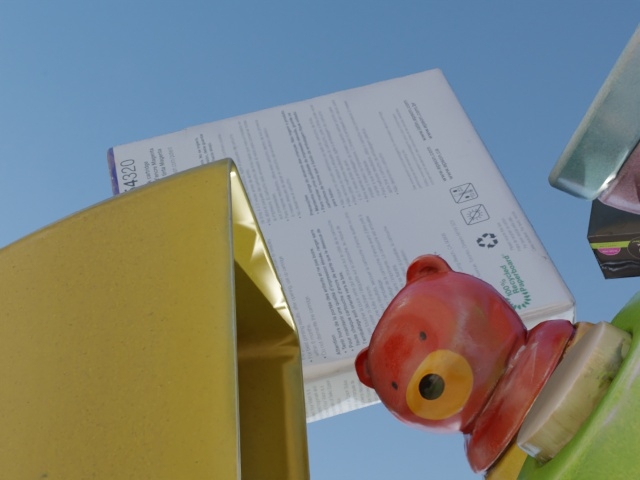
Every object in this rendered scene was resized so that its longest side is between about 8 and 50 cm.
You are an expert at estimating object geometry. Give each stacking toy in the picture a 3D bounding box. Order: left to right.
[{"bbox_3d":[0.125,-0.004,0.516,0.130,0.279,0.309,31,-84,8],"label":"stacking toy"}]

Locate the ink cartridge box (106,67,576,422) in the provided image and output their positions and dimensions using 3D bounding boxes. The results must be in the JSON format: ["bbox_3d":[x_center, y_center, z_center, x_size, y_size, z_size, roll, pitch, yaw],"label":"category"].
[{"bbox_3d":[0.000,0.000,0.889,0.071,0.330,0.324,79,-5,-45],"label":"ink cartridge box"}]

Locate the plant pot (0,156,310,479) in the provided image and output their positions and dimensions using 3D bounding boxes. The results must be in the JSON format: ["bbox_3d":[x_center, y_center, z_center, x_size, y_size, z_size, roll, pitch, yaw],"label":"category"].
[{"bbox_3d":[-0.113,0.109,0.567,0.212,0.187,0.212,74,10,-57],"label":"plant pot"}]

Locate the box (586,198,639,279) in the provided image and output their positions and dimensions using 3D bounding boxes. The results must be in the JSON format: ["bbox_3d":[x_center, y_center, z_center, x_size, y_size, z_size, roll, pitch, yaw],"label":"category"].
[{"bbox_3d":[0.241,-0.020,0.788,0.062,0.083,0.052,-6,-42,31],"label":"box"}]
